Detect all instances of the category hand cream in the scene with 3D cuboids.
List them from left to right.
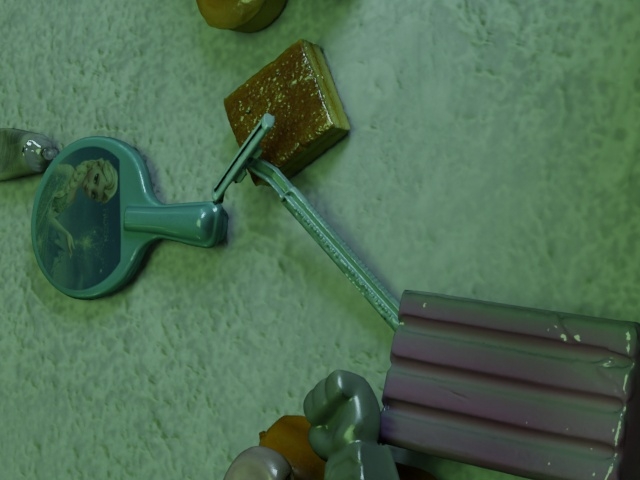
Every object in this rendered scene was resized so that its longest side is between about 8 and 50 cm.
[{"bbox_3d":[-0.310,-0.082,1.580,0.165,0.037,0.057,2,84,44],"label":"hand cream"}]

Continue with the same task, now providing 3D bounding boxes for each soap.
[{"bbox_3d":[0.144,0.107,1.182,0.203,0.065,0.122,9,87,37],"label":"soap"}]

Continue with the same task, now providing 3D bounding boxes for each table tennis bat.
[{"bbox_3d":[-0.175,-0.018,1.462,0.237,0.038,0.149,5,85,40],"label":"table tennis bat"}]

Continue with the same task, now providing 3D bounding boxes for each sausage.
[{"bbox_3d":[0.018,0.182,1.272,0.183,0.054,0.062,22,123,35],"label":"sausage"}]

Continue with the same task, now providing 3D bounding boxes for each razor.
[{"bbox_3d":[0.004,-0.001,1.310,0.211,0.036,0.084,46,118,16],"label":"razor"}]

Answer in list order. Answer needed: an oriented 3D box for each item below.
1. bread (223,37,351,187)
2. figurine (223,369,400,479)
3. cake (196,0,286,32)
[{"bbox_3d":[-0.028,-0.105,1.365,0.094,0.035,0.090,-36,63,27],"label":"bread"},{"bbox_3d":[-0.029,0.272,1.174,0.342,0.167,0.285,-48,42,-17],"label":"figurine"},{"bbox_3d":[-0.067,-0.218,1.409,0.084,0.044,0.084,-7,79,38],"label":"cake"}]
